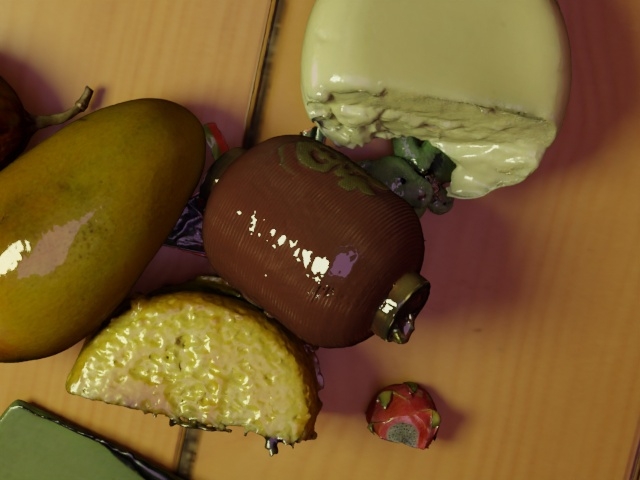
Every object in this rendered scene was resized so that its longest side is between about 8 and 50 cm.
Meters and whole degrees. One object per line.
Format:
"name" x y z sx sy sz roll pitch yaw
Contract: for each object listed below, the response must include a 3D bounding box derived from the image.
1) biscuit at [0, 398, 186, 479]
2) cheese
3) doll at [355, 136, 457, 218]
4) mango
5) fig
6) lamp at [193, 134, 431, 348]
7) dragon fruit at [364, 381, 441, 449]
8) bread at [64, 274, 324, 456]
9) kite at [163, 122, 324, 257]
"biscuit" -0.204 0.274 1.282 0.323 0.038 0.099 28 99 -9
"cheese" 0.113 -0.172 1.170 0.266 0.127 0.233 12 78 -9
"doll" 0.110 -0.074 1.243 0.150 0.077 0.115 -36 111 -10
"mango" -0.235 -0.017 1.154 0.317 0.211 0.173 -45 99 -9
"fig" -0.351 -0.107 1.164 0.202 0.148 0.149 29 137 -33
"lamp" 0.000 0.000 1.164 0.258 0.180 0.180 36 95 19
"dragon fruit" 0.094 0.185 1.284 0.083 0.056 0.060 18 97 -6
"bread" -0.117 0.111 1.208 0.261 0.160 0.147 14 91 -1
"kite" -0.087 -0.036 1.258 0.241 0.014 0.183 -25 99 0
